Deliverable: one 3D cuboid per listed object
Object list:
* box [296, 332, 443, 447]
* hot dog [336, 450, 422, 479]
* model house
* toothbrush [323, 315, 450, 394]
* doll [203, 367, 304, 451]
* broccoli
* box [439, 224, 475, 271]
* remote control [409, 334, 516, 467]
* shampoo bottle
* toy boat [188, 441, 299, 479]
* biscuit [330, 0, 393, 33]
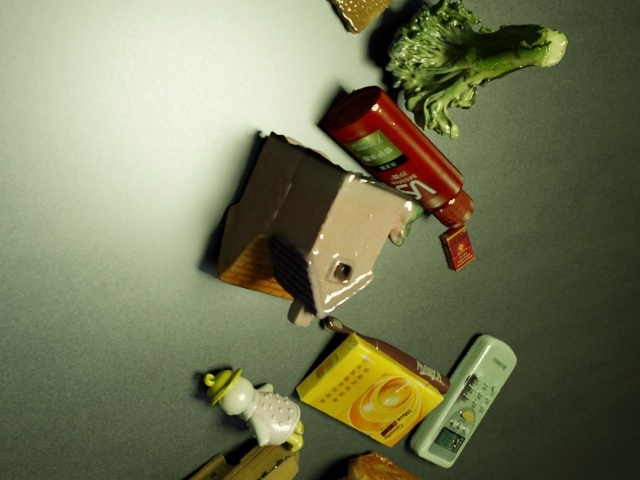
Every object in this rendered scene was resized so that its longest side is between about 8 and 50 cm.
[{"bbox_3d":[0.099,0.287,1.151,0.152,0.043,0.269,-44,126,11],"label":"box"},{"bbox_3d":[0.113,0.504,1.188,0.256,0.153,0.150,26,87,-37],"label":"hot dog"},{"bbox_3d":[0.000,0.000,0.906,0.202,0.237,0.238,20,99,-41],"label":"model house"},{"bbox_3d":[0.136,0.223,1.174,0.364,0.041,0.041,33,87,-35],"label":"toothbrush"},{"bbox_3d":[-0.105,0.275,1.004,0.207,0.129,0.081,38,114,-20],"label":"doll"},{"bbox_3d":[0.211,-0.252,0.923,0.177,0.275,0.199,23,104,-37],"label":"broccoli"},{"bbox_3d":[0.267,0.013,1.195,0.051,0.023,0.082,-34,121,-19],"label":"box"},{"bbox_3d":[0.312,0.342,1.311,0.140,0.056,0.296,37,86,-40],"label":"remote control"},{"bbox_3d":[0.145,-0.127,1.021,0.314,0.118,0.076,38,48,-35],"label":"shampoo bottle"},{"bbox_3d":[-0.160,0.424,1.015,0.321,0.121,0.089,-37,122,-33],"label":"toy boat"},{"bbox_3d":[0.032,-0.435,0.899,0.131,0.026,0.237,-48,123,-11],"label":"biscuit"}]
